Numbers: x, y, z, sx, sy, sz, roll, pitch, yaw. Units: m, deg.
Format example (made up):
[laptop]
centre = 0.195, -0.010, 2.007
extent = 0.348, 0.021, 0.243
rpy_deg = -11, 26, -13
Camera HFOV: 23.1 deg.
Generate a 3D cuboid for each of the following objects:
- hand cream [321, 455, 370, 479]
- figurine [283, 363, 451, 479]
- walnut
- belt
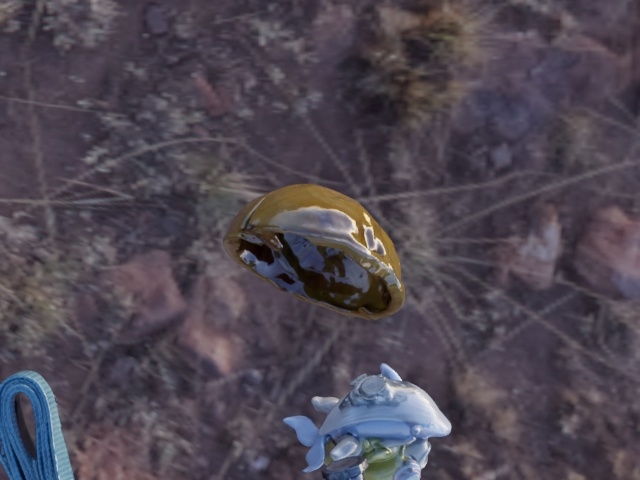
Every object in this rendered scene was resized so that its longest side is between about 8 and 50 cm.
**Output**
[hand cream]
centre = 0.058, 0.335, 1.467
extent = 0.091, 0.058, 0.271
rpy_deg = -18, 98, -4
[figurine]
centre = 0.064, 0.244, 1.953
extent = 0.208, 0.128, 0.184
rpy_deg = -8, 129, -12
[walnut]
centre = 0.001, -0.001, 1.552
extent = 0.211, 0.167, 0.087
rpy_deg = 39, 57, -45
[belt]
centre = -0.307, 0.227, 1.613
extent = 0.100, 0.065, 0.179
rpy_deg = -18, 87, 6
